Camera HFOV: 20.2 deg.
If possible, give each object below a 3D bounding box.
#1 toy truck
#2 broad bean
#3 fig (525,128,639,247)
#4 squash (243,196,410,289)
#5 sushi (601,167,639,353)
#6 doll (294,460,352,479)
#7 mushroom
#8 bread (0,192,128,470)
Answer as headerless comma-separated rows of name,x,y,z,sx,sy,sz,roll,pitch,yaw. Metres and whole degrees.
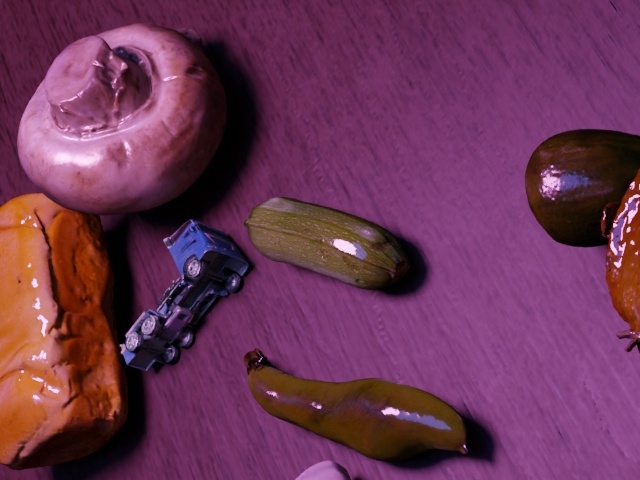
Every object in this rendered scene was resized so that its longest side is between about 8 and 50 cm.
toy truck,-0.158,0.060,1.951,0.175,0.067,0.081,-51,43,19
broad bean,0.019,0.162,1.753,0.325,0.067,0.075,13,75,41
fig,0.273,-0.052,1.599,0.177,0.117,0.117,-6,69,16
squash,0.000,0.000,1.824,0.219,0.077,0.068,16,77,45
sushi,0.345,-0.001,1.479,0.296,0.167,0.179,-62,24,-4
doll,0.036,0.380,1.607,0.423,0.161,0.348,13,66,35
mushroom,-0.221,-0.143,1.988,0.255,0.184,0.255,-24,42,23
bread,-0.312,0.104,2.009,0.167,0.132,0.294,-31,56,39
